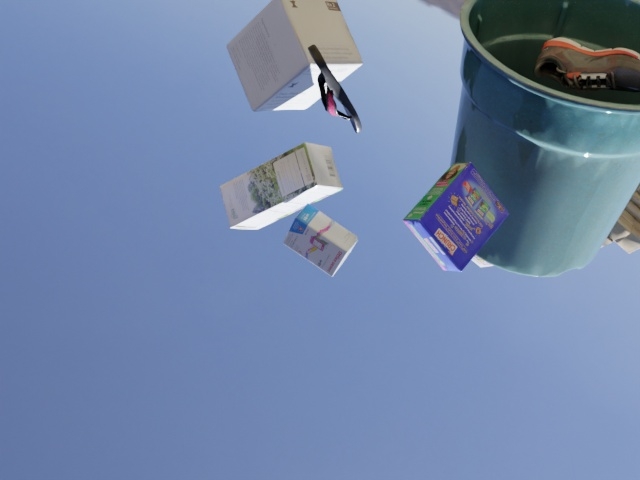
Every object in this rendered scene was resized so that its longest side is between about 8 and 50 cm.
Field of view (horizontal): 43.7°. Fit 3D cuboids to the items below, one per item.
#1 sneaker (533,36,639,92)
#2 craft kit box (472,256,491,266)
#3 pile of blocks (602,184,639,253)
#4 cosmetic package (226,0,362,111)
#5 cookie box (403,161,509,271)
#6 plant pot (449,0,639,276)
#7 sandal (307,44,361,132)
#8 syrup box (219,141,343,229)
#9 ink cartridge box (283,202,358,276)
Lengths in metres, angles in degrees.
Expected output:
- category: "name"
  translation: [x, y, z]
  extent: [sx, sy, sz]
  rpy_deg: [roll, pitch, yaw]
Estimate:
- category: "sneaker"
  translation: [0.340, -0.205, 1.001]
  extent: [0.157, 0.061, 0.065]
  rpy_deg: [23, -118, 36]
- category: "craft kit box"
  translation: [0.451, -0.067, 1.685]
  extent: [0.061, 0.250, 0.246]
  rpy_deg: [37, 158, -17]
- category: "pile of blocks"
  translation: [0.657, -0.115, 1.515]
  extent: [0.112, 0.362, 0.149]
  rpy_deg: [38, -165, -13]
- category: "cosmetic package"
  translation: [-0.051, -0.357, 1.527]
  extent: [0.151, 0.183, 0.152]
  rpy_deg: [-13, -102, -45]
- category: "cookie box"
  translation: [0.171, -0.030, 1.002]
  extent: [0.092, 0.107, 0.040]
  rpy_deg: [49, 160, -18]
- category: "plant pot"
  translation: [0.334, -0.148, 1.156]
  extent: [0.340, 0.334, 0.341]
  rpy_deg: [5, -138, -4]
- category: "sandal"
  translation: [0.014, -0.229, 1.239]
  extent: [0.179, 0.040, 0.067]
  rpy_deg: [51, -173, -48]
- category: "syrup box"
  translation: [-0.083, -0.106, 1.614]
  extent: [0.096, 0.236, 0.093]
  rpy_deg: [2, -112, -55]
- category: "ink cartridge box"
  translation: [0.000, 0.000, 1.554]
  extent: [0.122, 0.088, 0.052]
  rpy_deg: [33, -132, 4]
